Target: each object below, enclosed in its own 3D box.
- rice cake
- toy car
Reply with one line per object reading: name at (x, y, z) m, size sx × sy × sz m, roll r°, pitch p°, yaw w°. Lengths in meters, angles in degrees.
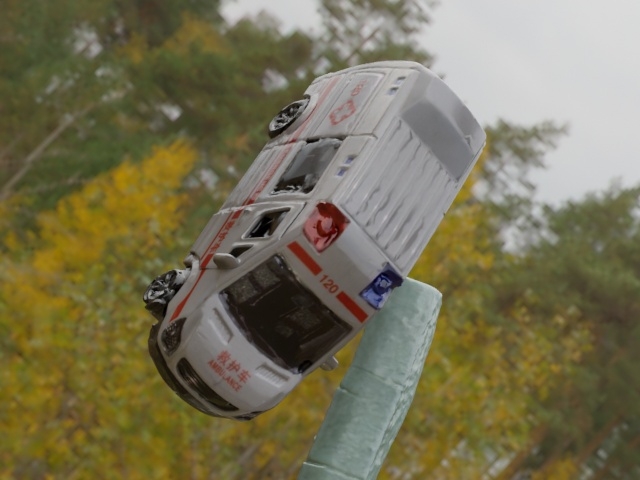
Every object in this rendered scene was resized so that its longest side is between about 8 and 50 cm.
rice cake at (0.008, 0.132, 0.797) m, size 0.045 × 0.245 × 0.042 m, roll 22°, pitch -16°, yaw 13°
toy car at (0.000, 0.000, 0.733) m, size 0.108 × 0.209 × 0.089 m, roll -6°, pitch -48°, yaw 51°
